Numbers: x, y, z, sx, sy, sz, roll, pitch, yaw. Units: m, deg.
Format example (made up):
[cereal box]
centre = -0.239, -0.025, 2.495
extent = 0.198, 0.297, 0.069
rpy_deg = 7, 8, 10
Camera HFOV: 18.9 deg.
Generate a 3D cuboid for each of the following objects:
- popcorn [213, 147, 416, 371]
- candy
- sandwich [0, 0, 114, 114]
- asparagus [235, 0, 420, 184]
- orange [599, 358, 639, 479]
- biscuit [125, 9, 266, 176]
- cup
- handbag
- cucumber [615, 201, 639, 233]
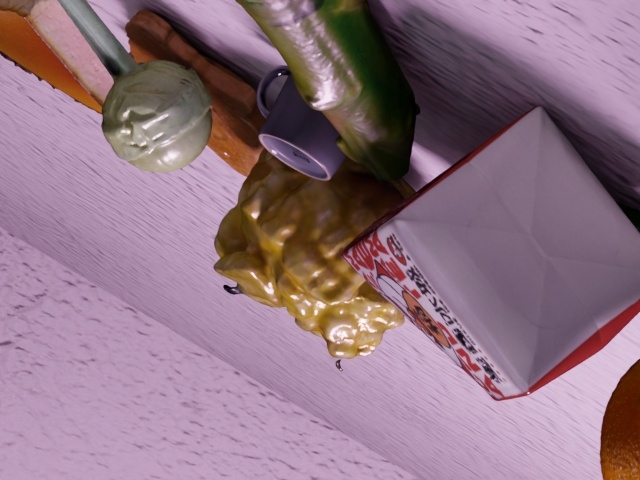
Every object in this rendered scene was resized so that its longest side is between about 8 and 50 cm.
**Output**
[popcorn]
centre = 0.001, -0.001, 1.683
extent = 0.189, 0.169, 0.218
rpy_deg = 33, -175, -8
[candy]
centre = -0.202, -0.192, 1.593
extent = 0.093, 0.092, 0.335
rpy_deg = -10, 127, 43
[sandwich]
centre = -0.258, -0.197, 1.799
extent = 0.193, 0.058, 0.162
rpy_deg = 34, 167, -1
[asparagus]
centre = 0.010, -0.133, 1.350
extent = 0.082, 0.085, 0.343
rpy_deg = 28, 170, 32
[orange]
centre = 0.326, 0.175, 1.575
extent = 0.206, 0.206, 0.206
rpy_deg = 30, 168, 7
[biscuit]
centre = -0.106, -0.131, 1.741
extent = 0.162, 0.035, 0.250
rpy_deg = 29, 162, 31
[cup]
centre = -0.011, -0.102, 1.536
extent = 0.100, 0.077, 0.078
rpy_deg = 25, 167, 30
[handbag]
centre = 0.123, 0.028, 1.458
extent = 0.171, 0.151, 0.298
rpy_deg = 52, 166, 1
[cucumber]
centre = 0.244, -0.002, 1.417
extent = 0.155, 0.037, 0.037
rpy_deg = 21, 164, 42
